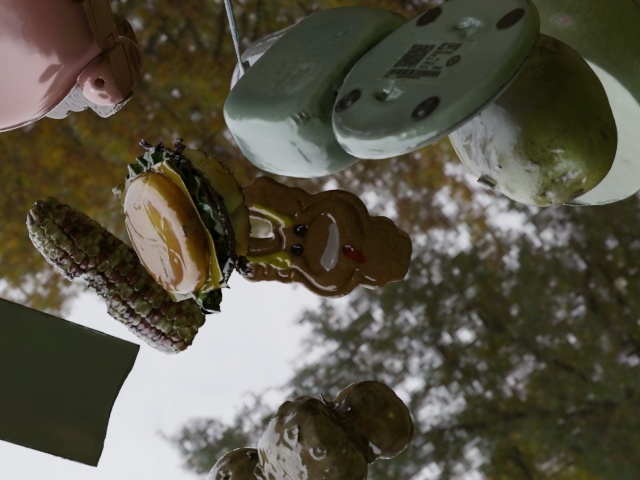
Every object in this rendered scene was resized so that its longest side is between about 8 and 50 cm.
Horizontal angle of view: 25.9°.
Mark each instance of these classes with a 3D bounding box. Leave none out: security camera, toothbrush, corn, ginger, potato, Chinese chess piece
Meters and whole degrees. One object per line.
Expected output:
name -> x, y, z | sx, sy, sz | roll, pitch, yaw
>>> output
security camera -> 0.046, -0.104, 0.986 | 0.157, 0.301, 0.080 | -47, -63, -19
toothbrush -> -0.106, -0.267, 1.749 | 0.011, 0.014, 0.167 | 44, 158, 36
corn -> -0.286, 0.048, 1.913 | 0.290, 0.098, 0.098 | 38, -150, -10
ginger -> -0.042, 0.346, 2.056 | 0.176, 0.375, 0.256 | 56, -165, 12
potato -> 0.242, -0.146, 1.648 | 0.148, 0.197, 0.228 | 13, -131, -33
Chinese chess piece -> 0.334, -0.206, 1.918 | 0.349, 0.349, 0.146 | 42, -122, -16

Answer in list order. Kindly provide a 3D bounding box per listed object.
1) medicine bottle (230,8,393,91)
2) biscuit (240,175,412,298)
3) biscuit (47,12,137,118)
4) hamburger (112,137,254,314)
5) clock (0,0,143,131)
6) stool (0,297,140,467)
medicine bottle -> 0.020, -0.252, 2.291 | 0.241, 0.302, 0.241 | 5, -98, -36
biscuit -> 0.000, 0.001, 2.221 | 0.295, 0.186, 0.044 | 7, -162, -1
biscuit -> -0.364, -0.280, 1.800 | 0.301, 0.278, 0.043 | 44, -124, -18
hamburger -> -0.133, -0.017, 1.439 | 0.093, 0.164, 0.190 | -24, -76, -32
clock -> -0.296, -0.198, 1.162 | 0.142, 0.241, 0.227 | -80, -22, -72
stool -> -0.405, 0.161, 1.788 | 0.269, 0.170, 0.243 | 20, 174, -18
